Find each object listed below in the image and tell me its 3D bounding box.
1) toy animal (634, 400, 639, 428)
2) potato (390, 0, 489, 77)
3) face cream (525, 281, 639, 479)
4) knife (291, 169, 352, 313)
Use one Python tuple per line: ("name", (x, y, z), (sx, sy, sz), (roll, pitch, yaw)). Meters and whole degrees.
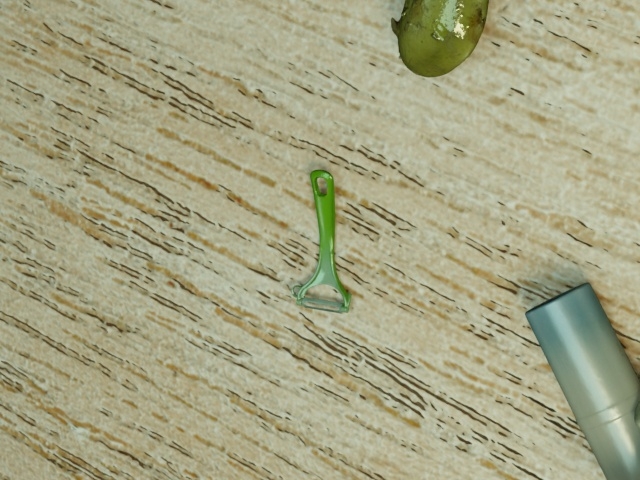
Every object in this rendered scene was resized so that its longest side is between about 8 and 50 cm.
("toy animal", (0.434, 0.161, 1.364), (0.188, 0.308, 0.266), (30, 151, -9))
("potato", (0.133, -0.256, 1.498), (0.105, 0.085, 0.188), (25, 111, 49))
("face cream", (0.295, 0.169, 1.489), (0.077, 0.077, 0.250), (-28, 87, 33))
("knife", (0.001, 0.000, 1.667), (0.078, 0.022, 0.166), (6, 105, 24))
